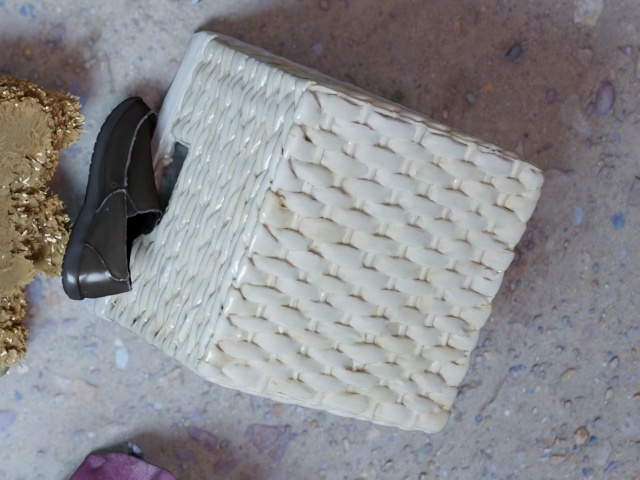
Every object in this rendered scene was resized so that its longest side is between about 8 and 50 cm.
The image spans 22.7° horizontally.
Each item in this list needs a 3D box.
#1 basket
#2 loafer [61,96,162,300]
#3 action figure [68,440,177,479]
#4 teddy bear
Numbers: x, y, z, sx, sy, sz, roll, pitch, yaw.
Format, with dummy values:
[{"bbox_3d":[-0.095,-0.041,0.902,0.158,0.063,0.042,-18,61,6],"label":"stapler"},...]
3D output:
[{"bbox_3d":[0.000,0.000,1.644,0.331,0.266,0.328,18,96,-34],"label":"basket"},{"bbox_3d":[-0.191,-0.037,1.586,0.078,0.080,0.220,11,71,7],"label":"loafer"},{"bbox_3d":[-0.279,0.372,1.612,0.370,0.248,0.275,-35,110,-32],"label":"action figure"},{"bbox_3d":[-0.344,-0.007,1.557,0.245,0.113,0.338,-9,118,-20],"label":"teddy bear"}]
